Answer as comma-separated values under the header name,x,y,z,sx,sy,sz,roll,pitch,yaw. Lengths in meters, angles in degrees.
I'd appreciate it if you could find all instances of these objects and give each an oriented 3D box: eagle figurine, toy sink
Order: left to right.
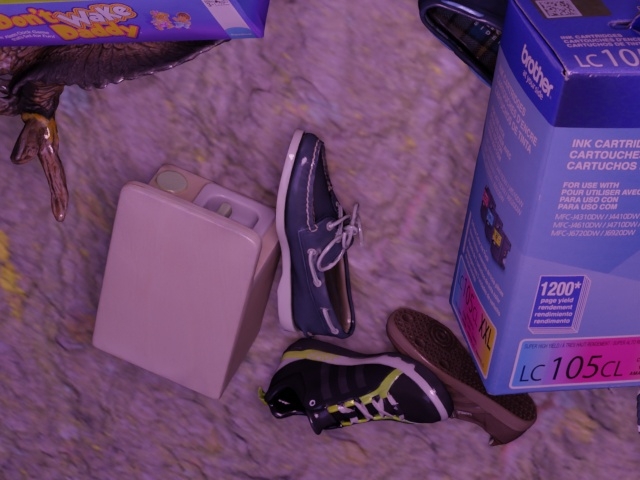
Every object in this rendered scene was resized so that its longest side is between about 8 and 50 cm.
name,x,y,z,sx,sy,sz,roll,pitch,yaw
eagle figurine,-0.217,-0.202,1.693,0.226,0.225,0.298,47,138,1
toy sink,-0.128,0.020,1.829,0.152,0.131,0.234,22,132,8

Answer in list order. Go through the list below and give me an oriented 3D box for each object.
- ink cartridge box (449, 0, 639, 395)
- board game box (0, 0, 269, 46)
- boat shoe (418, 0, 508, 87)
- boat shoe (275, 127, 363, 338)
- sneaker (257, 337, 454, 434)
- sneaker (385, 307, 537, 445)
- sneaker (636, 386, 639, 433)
name,x,y,z,sx,sy,sz,roll,pitch,yaw
ink cartridge box,0.279,-0.067,1.523,0.270,0.151,0.395,-3,125,-15
board game box,-0.202,-0.294,1.590,0.347,0.233,0.078,0,157,22
boat shoe,0.189,-0.144,1.616,0.258,0.089,0.109,32,128,0
boat shoe,0.000,0.000,1.783,0.079,0.095,0.254,12,127,15
sneaker,0.033,0.171,1.842,0.234,0.097,0.084,6,139,44
sneaker,0.133,0.150,1.844,0.188,0.066,0.071,38,128,-4
sneaker,0.422,0.210,1.748,0.153,0.094,0.235,-22,111,31
